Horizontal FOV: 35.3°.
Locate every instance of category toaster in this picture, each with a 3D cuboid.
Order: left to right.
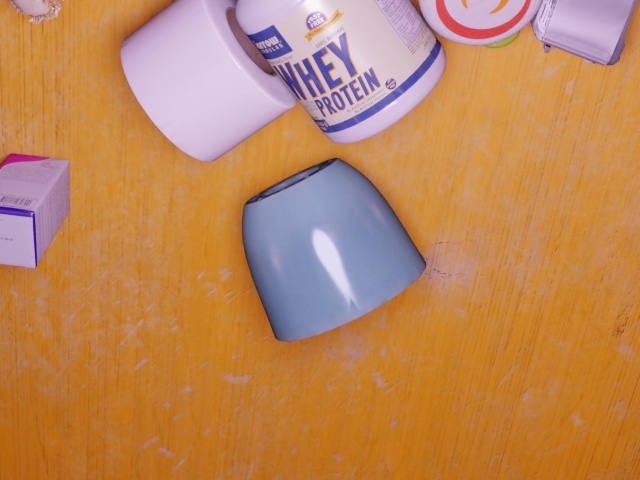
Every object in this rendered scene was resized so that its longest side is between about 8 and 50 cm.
[{"bbox_3d":[0.418,-0.391,1.562,0.147,0.129,0.226,14,120,-1],"label":"toaster"}]

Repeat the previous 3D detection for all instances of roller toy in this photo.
[{"bbox_3d":[0.242,-0.414,1.543,0.191,0.146,0.209,13,133,-12],"label":"roller toy"}]

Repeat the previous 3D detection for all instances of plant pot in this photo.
[{"bbox_3d":[0.000,0.000,1.725,0.293,0.293,0.235,-24,100,16],"label":"plant pot"}]

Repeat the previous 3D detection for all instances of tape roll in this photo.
[{"bbox_3d":[-0.174,-0.270,1.602,0.169,0.246,0.246,-31,112,20],"label":"tape roll"}]

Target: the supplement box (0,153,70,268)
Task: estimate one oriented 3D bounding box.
[{"bbox_3d":[-0.520,-0.056,1.756,0.111,0.220,0.113,7,120,1],"label":"supplement box"}]

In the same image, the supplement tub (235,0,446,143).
[{"bbox_3d":[0.018,-0.338,1.556,0.235,0.235,0.325,-32,112,19],"label":"supplement tub"}]

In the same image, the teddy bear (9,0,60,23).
[{"bbox_3d":[-0.472,-0.501,1.534,0.338,0.113,0.245,52,147,9],"label":"teddy bear"}]
